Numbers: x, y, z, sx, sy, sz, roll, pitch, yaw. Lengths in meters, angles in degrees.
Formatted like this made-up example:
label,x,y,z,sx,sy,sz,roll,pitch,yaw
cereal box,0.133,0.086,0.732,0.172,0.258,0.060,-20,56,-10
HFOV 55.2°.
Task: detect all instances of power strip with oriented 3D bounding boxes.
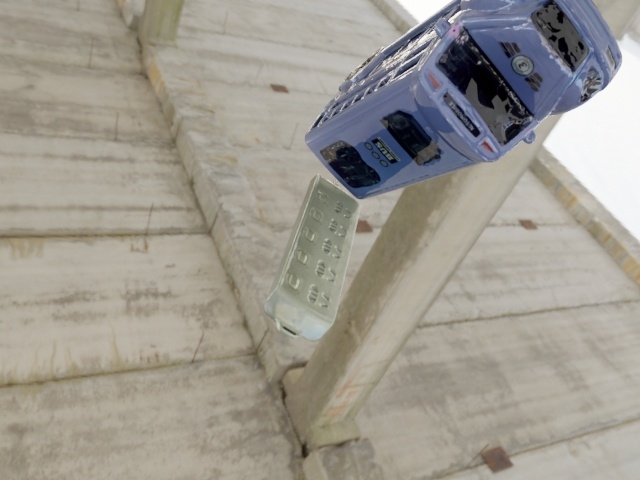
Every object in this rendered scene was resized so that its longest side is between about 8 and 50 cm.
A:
label,x,y,z,sx,sy,sz,roll,pitch,yaw
power strip,0.000,0.000,0.604,0.060,0.027,0.252,34,-145,-13

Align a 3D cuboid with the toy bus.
label,x,y,z,sx,sy,sz,roll,pitch,yaw
toy bus,0.106,-0.127,0.556,0.125,0.292,0.133,45,-113,-15
